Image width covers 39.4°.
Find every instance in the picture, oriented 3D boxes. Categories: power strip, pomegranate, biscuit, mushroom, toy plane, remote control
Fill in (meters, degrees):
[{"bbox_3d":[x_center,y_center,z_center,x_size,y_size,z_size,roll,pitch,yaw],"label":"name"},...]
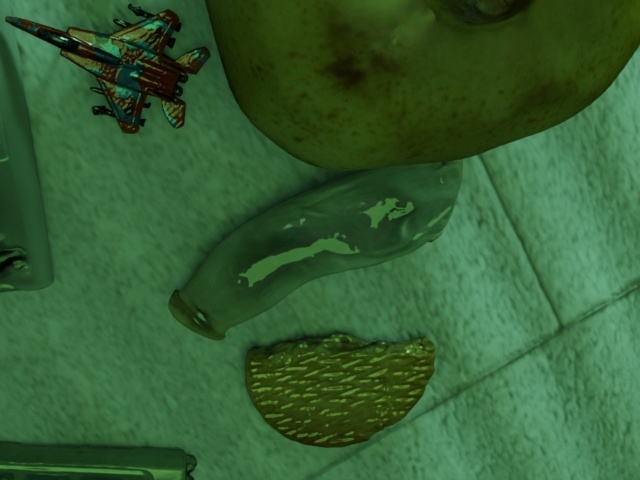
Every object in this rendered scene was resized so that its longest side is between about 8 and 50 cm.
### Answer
[{"bbox_3d":[-0.286,0.274,1.018,0.286,0.048,0.080,8,106,-12],"label":"power strip"},{"bbox_3d":[0.088,-0.244,0.738,0.417,0.416,0.416,-4,109,-10],"label":"pomegranate"},{"bbox_3d":[0.024,0.177,1.054,0.224,0.033,0.144,-4,111,-10],"label":"biscuit"},{"bbox_3d":[-0.002,-0.002,0.958,0.351,0.097,0.109,-25,109,2],"label":"mushroom"},{"bbox_3d":[-0.210,-0.180,0.870,0.189,0.061,0.130,21,104,-13],"label":"toy plane"},{"bbox_3d":[-0.341,-0.087,0.877,0.109,0.055,0.312,-6,110,-10],"label":"remote control"}]
